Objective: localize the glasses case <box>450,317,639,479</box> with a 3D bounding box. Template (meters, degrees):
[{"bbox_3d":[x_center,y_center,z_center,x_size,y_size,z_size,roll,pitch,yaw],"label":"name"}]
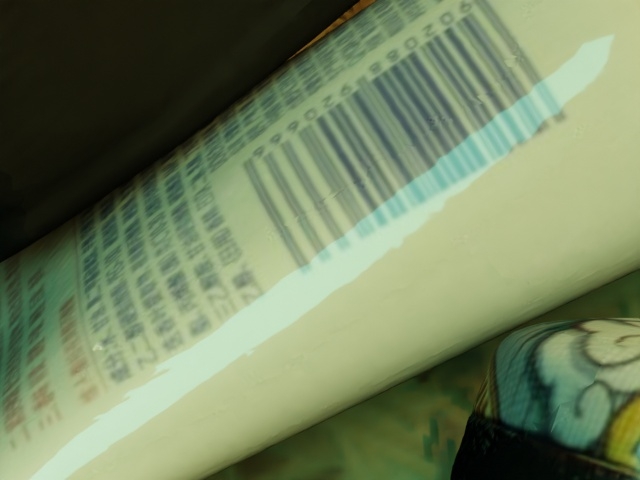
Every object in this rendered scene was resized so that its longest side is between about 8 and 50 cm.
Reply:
[{"bbox_3d":[0.179,0.086,0.335,0.321,0.122,0.082,19,85,15],"label":"glasses case"}]

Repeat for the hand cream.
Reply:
[{"bbox_3d":[0.000,0.000,0.401,0.247,0.133,0.083,-28,113,5],"label":"hand cream"}]

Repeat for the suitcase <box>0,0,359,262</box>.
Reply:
[{"bbox_3d":[-0.048,-0.184,0.313,0.345,0.339,0.188,-37,61,3],"label":"suitcase"}]
